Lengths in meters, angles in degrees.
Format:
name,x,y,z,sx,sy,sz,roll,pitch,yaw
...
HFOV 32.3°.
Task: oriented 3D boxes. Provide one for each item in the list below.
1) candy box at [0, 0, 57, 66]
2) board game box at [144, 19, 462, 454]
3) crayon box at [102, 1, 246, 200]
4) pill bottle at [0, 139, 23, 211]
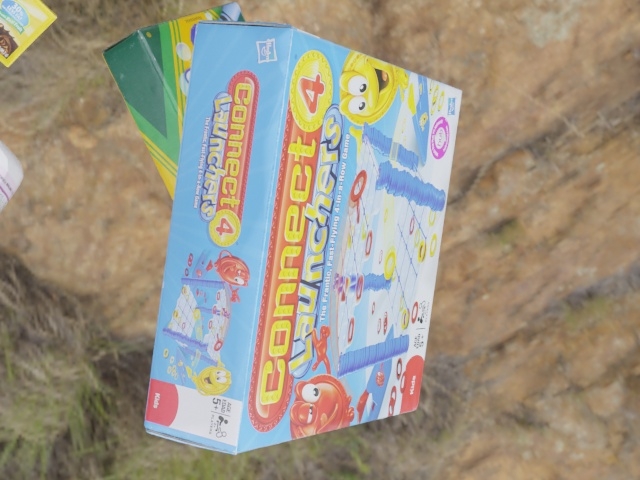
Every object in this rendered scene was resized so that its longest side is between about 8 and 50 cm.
name,x,y,z,sx,sy,sz,roll,pitch,yaw
candy box,-0.487,-0.357,1.573,0.105,0.027,0.206,-46,108,-2
board game box,0.000,0.000,0.912,0.302,0.086,0.308,2,96,-60
crayon box,-0.127,-0.137,1.457,0.083,0.323,0.203,-20,-172,39
pill bottle,-0.445,0.005,1.092,0.301,0.169,0.169,-58,144,-17
